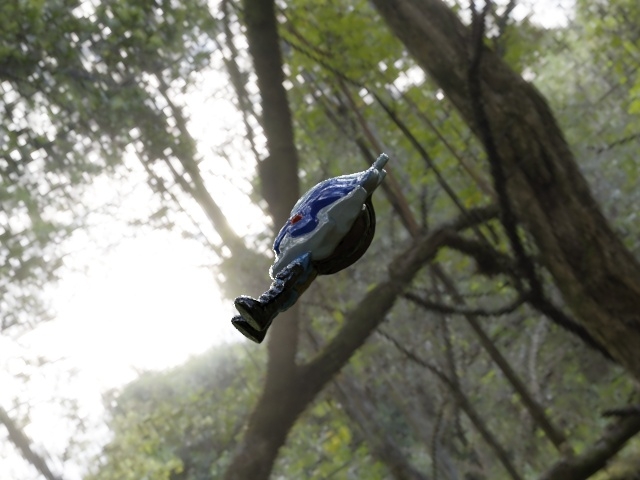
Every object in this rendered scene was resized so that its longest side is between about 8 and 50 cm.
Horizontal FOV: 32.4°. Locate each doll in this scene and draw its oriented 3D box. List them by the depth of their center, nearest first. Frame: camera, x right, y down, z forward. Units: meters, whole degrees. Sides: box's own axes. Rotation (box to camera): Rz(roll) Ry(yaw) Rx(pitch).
[{"bbox_3d":[0.000,0.000,0.909,0.195,0.070,0.096,-50,-2,-21],"label":"doll"}]
